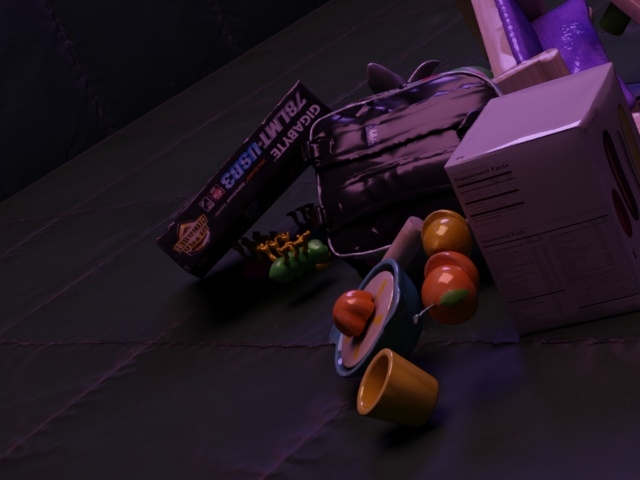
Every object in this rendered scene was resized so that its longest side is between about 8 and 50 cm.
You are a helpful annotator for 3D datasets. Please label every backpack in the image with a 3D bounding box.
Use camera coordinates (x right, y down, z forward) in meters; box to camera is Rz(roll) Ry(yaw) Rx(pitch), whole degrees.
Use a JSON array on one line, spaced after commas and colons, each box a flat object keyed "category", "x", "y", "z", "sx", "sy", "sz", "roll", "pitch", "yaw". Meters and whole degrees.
[{"category": "backpack", "x": 0.135, "y": -0.075, "z": 1.647, "sx": 0.254, "sy": 0.191, "sz": 0.225, "roll": -22, "pitch": 60, "yaw": 23}]

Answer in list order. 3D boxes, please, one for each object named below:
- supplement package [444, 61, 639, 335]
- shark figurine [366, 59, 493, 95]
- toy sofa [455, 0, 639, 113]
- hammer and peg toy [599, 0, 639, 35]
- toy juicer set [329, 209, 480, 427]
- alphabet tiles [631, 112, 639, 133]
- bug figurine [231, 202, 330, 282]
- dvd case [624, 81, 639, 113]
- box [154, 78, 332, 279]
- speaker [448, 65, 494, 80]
[{"category": "supplement package", "x": 0.256, "y": -0.045, "z": 1.433, "sx": 0.149, "sy": 0.203, "sz": 0.194, "roll": -16, "pitch": 20, "yaw": 29}, {"category": "shark figurine", "x": 0.214, "y": -0.233, "z": 2.304, "sx": 0.278, "sy": 0.166, "sz": 0.116, "roll": -12, "pitch": 39, "yaw": -16}, {"category": "toy sofa", "x": 0.302, "y": -0.273, "z": 1.913, "sx": 0.177, "sy": 0.150, "sz": 0.362, "roll": -26, "pitch": 32, "yaw": 15}, {"category": "hammer and peg toy", "x": 0.518, "y": -0.323, "z": 1.907, "sx": 0.266, "sy": 0.361, "sz": 0.127, "roll": -17, "pitch": -37, "yaw": -41}, {"category": "toy juicer set", "x": 0.071, "y": 0.051, "z": 1.438, "sx": 0.209, "sy": 0.089, "sz": 0.329, "roll": -64, "pitch": 15, "yaw": 7}, {"category": "alphabet tiles", "x": 0.383, "y": -0.090, "z": 1.653, "sx": 0.278, "sy": 0.021, "sz": 0.284, "roll": -25, "pitch": 23, "yaw": -4}, {"category": "bug figurine", "x": 0.000, "y": 0.000, "z": 1.881, "sx": 0.216, "sy": 0.072, "sz": 0.279, "roll": -24, "pitch": 10, "yaw": -21}, {"category": "dvd case", "x": 0.372, "y": -0.159, "z": 1.928, "sx": 0.253, "sy": 0.022, "sz": 0.180, "roll": -34, "pitch": 18, "yaw": -27}, {"category": "box", "x": -0.103, "y": -0.076, "z": 1.953, "sx": 0.293, "sy": 0.073, "sz": 0.295, "roll": -49, "pitch": -2, "yaw": -4}, {"category": "speaker", "x": 0.145, "y": -0.160, "z": 2.034, "sx": 0.296, "sy": 0.131, "sz": 0.131, "roll": -28, "pitch": 16, "yaw": -33}]
